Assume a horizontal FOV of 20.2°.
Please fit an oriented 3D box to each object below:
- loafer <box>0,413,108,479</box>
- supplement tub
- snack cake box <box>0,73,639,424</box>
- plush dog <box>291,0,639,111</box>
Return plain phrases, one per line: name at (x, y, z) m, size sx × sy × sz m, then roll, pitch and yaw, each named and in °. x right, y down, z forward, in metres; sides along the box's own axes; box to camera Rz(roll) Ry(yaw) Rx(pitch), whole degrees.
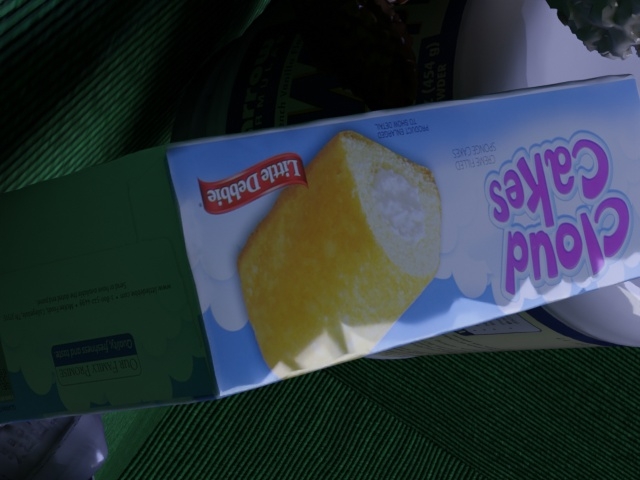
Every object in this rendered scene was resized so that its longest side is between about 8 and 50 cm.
loafer at (-0.170, 0.133, 0.885) m, size 0.112 × 0.111 × 0.319 m, roll -56°, pitch 179°, yaw -26°
supplement tub at (0.082, -0.052, 1.012) m, size 0.325 × 0.235 × 0.235 m, roll -8°, pitch -139°, yaw 53°
snack cake box at (0.000, 0.000, 0.721) m, size 0.264 × 0.089 × 0.152 m, roll -13°, pitch 180°, yaw -43°
plush dog at (0.057, -0.184, 0.795) m, size 0.225 × 0.210 × 0.262 m, roll -35°, pitch -153°, yaw 35°
